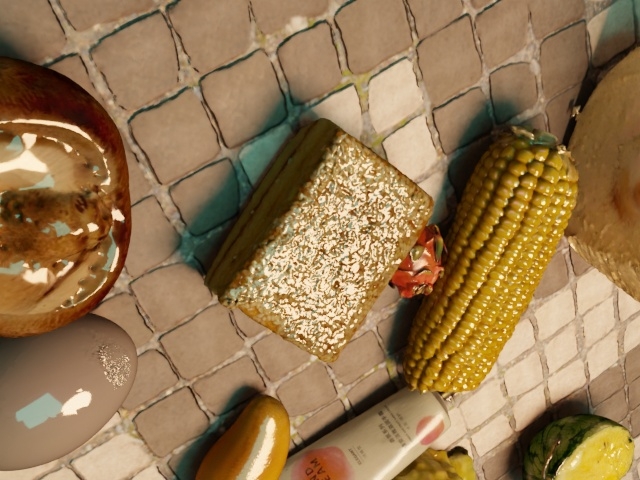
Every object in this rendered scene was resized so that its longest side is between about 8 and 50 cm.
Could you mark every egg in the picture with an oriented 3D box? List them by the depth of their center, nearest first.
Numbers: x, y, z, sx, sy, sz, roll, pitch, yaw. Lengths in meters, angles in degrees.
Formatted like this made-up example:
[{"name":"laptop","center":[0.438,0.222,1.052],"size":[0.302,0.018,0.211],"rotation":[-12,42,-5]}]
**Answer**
[{"name":"egg","center":[-0.278,0.144,0.730],"size":[0.199,0.146,0.146],"rotation":[-21,124,-27]}]

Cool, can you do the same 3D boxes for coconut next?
[{"name":"coconut","center":[0.547,-0.065,0.956],"size":[0.405,0.404,0.404],"rotation":[-14,121,-24]}]

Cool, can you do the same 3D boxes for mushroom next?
[{"name":"mushroom","center":[-0.277,-0.030,0.634],"size":[0.253,0.153,0.253],"rotation":[-15,121,-26]}]

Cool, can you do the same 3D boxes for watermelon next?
[{"name":"watermelon","center":[0.426,0.382,1.277],"size":[0.232,0.127,0.204],"rotation":[-2,116,-31]}]

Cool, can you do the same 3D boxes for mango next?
[{"name":"mango","center":[-0.097,0.283,0.953],"size":[0.102,0.085,0.184],"rotation":[26,90,-33]}]

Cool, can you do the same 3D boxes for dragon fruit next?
[{"name":"dragon fruit","center":[0.114,0.011,0.932],"size":[0.086,0.081,0.116],"rotation":[-14,97,-22]}]

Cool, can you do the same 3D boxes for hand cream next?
[{"name":"hand cream","center":[0.058,0.299,1.031],"size":[0.341,0.124,0.077],"rotation":[-32,159,-13]}]

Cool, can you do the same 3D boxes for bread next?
[{"name":"bread","center":[0.000,0.000,0.844],"size":[0.184,0.110,0.234],"rotation":[33,94,-35]}]

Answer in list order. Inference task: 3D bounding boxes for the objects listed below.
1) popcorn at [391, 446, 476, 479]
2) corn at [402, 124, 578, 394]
[{"name":"popcorn","center":[0.144,0.454,1.084],"size":[0.293,0.237,0.292],"rotation":[-11,116,-23]},{"name":"corn","center":[0.222,0.039,0.972],"size":[0.144,0.144,0.387],"rotation":[4,112,-32]}]
